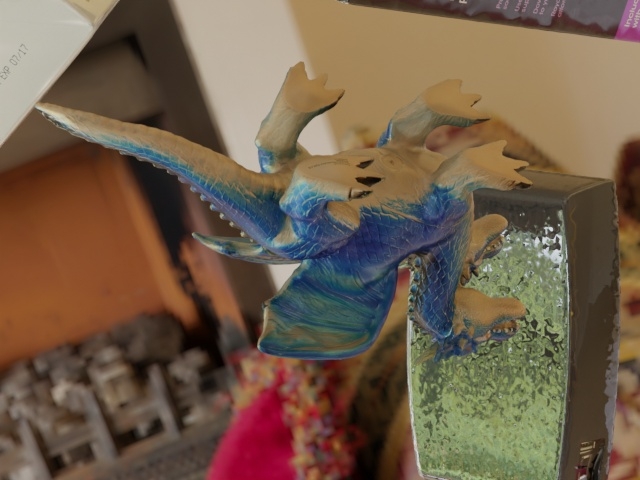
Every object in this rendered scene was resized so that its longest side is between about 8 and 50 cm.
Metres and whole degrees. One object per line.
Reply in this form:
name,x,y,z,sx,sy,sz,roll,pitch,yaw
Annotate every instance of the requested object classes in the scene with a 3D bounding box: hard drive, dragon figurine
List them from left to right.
dragon figurine,0.000,0.000,0.818,0.289,0.144,0.085,-3,46,-35
hard drive,0.139,0.074,1.325,0.172,0.255,0.054,10,14,39

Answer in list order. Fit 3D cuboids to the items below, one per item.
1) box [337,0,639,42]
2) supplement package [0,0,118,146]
box,0.071,-0.127,0.574,0.162,0.116,0.029,0,22,-43
supplement package,-0.151,-0.187,0.963,0.139,0.134,0.244,-41,15,44
